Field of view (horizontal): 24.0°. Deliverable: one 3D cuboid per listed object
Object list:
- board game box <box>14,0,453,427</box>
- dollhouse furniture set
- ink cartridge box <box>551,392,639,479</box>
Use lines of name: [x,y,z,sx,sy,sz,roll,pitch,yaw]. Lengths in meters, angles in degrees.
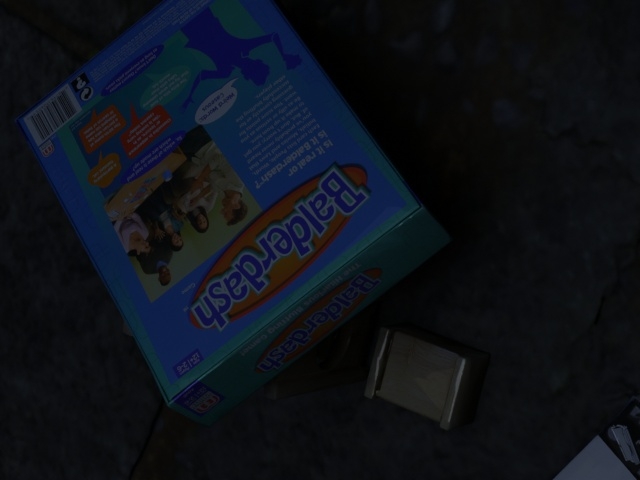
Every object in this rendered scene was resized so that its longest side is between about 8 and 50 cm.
board game box: [-0.052,-0.033,0.791,0.160,0.047,0.210,-37,57,7]
dollhouse furniture set: [0.000,0.000,0.814,0.181,0.101,0.161,19,103,32]
ink cartridge box: [0.197,0.179,0.724,0.207,0.046,0.097,50,118,21]
